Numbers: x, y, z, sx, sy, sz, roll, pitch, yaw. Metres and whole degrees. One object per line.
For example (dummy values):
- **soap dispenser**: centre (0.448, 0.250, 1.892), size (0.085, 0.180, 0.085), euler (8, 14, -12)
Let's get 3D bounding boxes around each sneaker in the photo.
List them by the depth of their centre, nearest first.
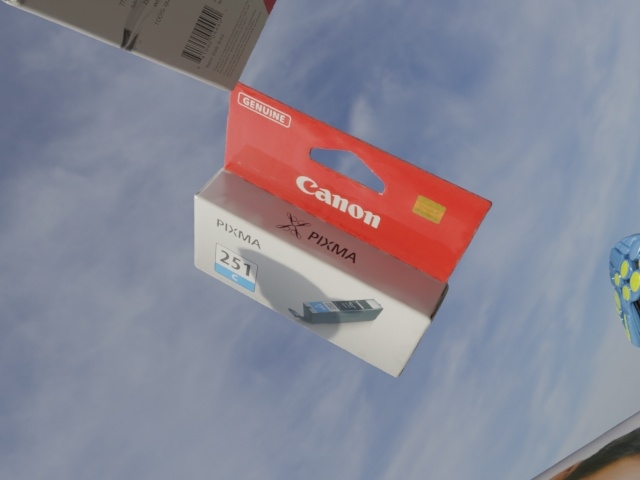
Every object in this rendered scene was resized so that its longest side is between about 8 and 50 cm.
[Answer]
- **sneaker**: centre (0.377, 0.052, 0.712), size (0.067, 0.078, 0.188), euler (-99, -17, -45)

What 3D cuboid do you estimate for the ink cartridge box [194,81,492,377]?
- **ink cartridge box**: centre (0.000, 0.000, 0.695), size (0.066, 0.296, 0.261), euler (-55, -13, -38)

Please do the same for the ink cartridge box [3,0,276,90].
- **ink cartridge box**: centre (-0.136, -0.232, 0.500), size (0.218, 0.092, 0.159), euler (8, -65, -56)

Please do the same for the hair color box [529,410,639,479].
- **hair color box**: centre (0.091, 0.233, 0.292), size (0.374, 0.114, 0.185), euler (-33, 4, 3)
